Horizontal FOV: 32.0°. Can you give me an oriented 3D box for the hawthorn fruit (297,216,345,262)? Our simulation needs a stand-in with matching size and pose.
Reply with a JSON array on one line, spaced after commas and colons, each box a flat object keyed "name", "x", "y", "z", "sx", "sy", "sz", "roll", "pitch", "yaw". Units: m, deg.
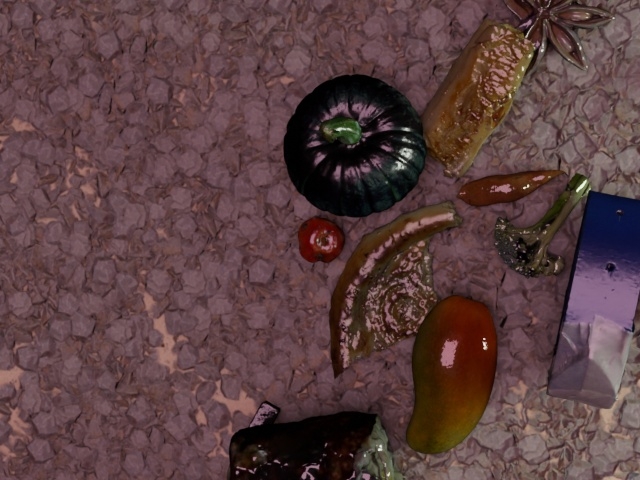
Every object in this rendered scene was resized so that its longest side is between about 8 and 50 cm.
[{"name": "hawthorn fruit", "x": 0.000, "y": 0.000, "z": 1.976, "sx": 0.093, "sy": 0.093, "sz": 0.093, "roll": 1, "pitch": 93, "yaw": 12}]

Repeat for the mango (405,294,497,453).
[{"name": "mango", "x": 0.228, "y": 0.237, "z": 1.925, "sx": 0.146, "sy": 0.129, "sz": 0.289, "roll": -1, "pitch": 106, "yaw": -14}]

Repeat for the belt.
[{"name": "belt", "x": 0.458, "y": 0.098, "z": 1.822, "sx": 0.117, "sy": 0.212, "sz": 0.346, "roll": 12, "pitch": 96, "yaw": 10}]

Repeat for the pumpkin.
[{"name": "pumpkin", "x": 0.052, "y": -0.164, "z": 1.876, "sx": 0.248, "sy": 0.248, "sz": 0.248, "roll": 1, "pitch": 93, "yaw": 12}]

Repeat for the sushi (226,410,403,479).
[{"name": "sushi", "x": -0.008, "y": 0.442, "z": 1.911, "sx": 0.294, "sy": 0.281, "sz": 0.299, "roll": -9, "pitch": 106, "yaw": 12}]

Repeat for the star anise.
[{"name": "star anise", "x": 0.395, "y": -0.380, "z": 1.878, "sx": 0.197, "sy": 0.073, "sz": 0.212, "roll": 1, "pitch": 96, "yaw": 15}]

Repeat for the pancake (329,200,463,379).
[{"name": "pancake", "x": 0.127, "y": 0.090, "z": 1.974, "sx": 0.197, "sy": 0.054, "sz": 0.376, "roll": 30, "pitch": 100, "yaw": 8}]

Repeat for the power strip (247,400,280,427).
[{"name": "power strip", "x": -0.115, "y": 0.349, "z": 2.052, "sx": 0.038, "sy": 0.029, "sz": 0.111, "roll": 31, "pitch": 97, "yaw": 9}]

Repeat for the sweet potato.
[{"name": "sweet potato", "x": 0.330, "y": -0.093, "z": 1.921, "sx": 0.195, "sy": 0.056, "sz": 0.056, "roll": -12, "pitch": 91, "yaw": 8}]

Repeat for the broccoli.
[{"name": "broccoli", "x": 0.385, "y": -0.029, "z": 1.898, "sx": 0.204, "sy": 0.118, "sz": 0.122, "roll": -45, "pitch": 53, "yaw": -5}]

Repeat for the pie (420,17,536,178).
[{"name": "pie", "x": 0.260, "y": -0.240, "z": 1.902, "sx": 0.129, "sy": 0.068, "sz": 0.282, "roll": 35, "pitch": 115, "yaw": 10}]
